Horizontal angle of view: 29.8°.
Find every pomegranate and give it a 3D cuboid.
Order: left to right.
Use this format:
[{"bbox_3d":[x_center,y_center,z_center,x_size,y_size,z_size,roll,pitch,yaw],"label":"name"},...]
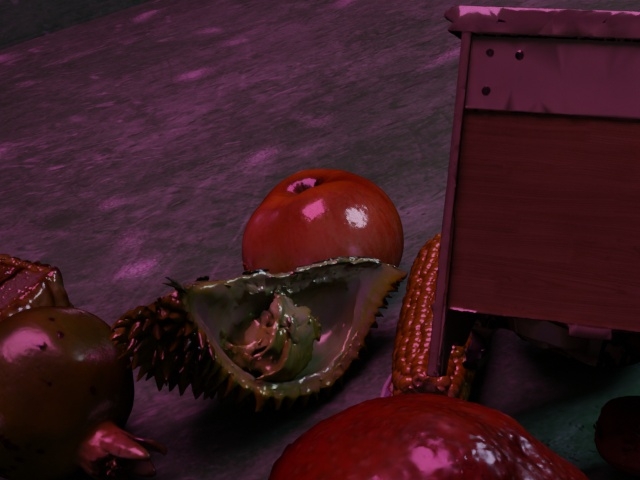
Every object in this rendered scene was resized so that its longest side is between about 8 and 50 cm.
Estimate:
[{"bbox_3d":[-0.271,0.166,1.274,0.246,0.198,0.198,6,33,31],"label":"pomegranate"}]

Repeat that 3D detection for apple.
[{"bbox_3d":[0.000,0.000,1.492,0.209,0.164,0.209,-13,23,6],"label":"apple"}]

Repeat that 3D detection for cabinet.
[{"bbox_3d":[0.260,-0.022,1.061,0.290,0.318,0.227,5,-1,18],"label":"cabinet"}]

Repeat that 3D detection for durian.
[{"bbox_3d":[-0.076,0.091,1.296,0.355,0.169,0.157,-2,23,-46],"label":"durian"}]

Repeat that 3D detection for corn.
[{"bbox_3d":[0.133,0.090,1.305,0.101,0.101,0.310,-6,33,17],"label":"corn"}]

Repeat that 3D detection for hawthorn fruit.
[{"bbox_3d":[0.069,0.232,0.915,0.254,0.254,0.300,-23,15,-17],"label":"hawthorn fruit"}]

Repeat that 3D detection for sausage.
[{"bbox_3d":[0.312,0.179,1.070,0.141,0.076,0.076,1,30,32],"label":"sausage"}]

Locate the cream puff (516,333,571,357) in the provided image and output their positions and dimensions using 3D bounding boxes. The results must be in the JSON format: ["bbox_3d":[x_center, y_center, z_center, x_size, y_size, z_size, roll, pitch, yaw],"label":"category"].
[{"bbox_3d":[0.285,0.012,1.258,0.240,0.240,0.164,-12,-16,6],"label":"cream puff"}]

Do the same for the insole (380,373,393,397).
[{"bbox_3d":[0.113,0.138,1.335,0.065,0.004,0.197,-2,29,25],"label":"insole"}]

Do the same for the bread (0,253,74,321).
[{"bbox_3d":[-0.447,0.111,1.585,0.181,0.096,0.222,6,34,36],"label":"bread"}]
